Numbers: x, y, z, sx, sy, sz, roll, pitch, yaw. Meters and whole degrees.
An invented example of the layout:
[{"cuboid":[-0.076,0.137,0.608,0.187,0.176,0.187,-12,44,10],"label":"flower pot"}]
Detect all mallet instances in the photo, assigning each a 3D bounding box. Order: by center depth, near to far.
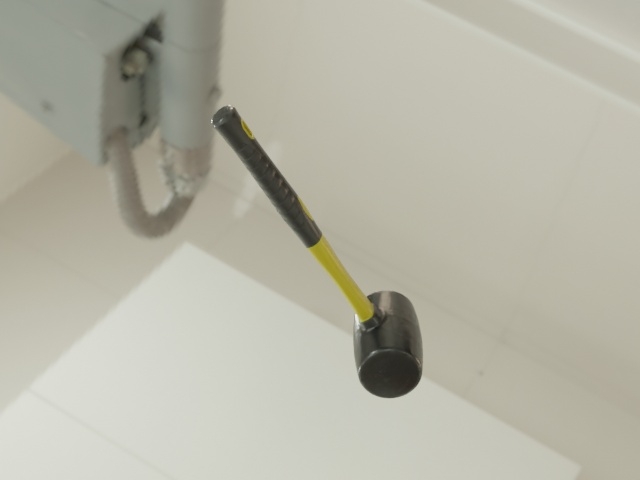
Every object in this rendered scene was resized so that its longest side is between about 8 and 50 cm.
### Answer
[{"cuboid":[0.000,0.000,0.745,0.039,0.190,0.062,-28,20,15],"label":"mallet"}]
